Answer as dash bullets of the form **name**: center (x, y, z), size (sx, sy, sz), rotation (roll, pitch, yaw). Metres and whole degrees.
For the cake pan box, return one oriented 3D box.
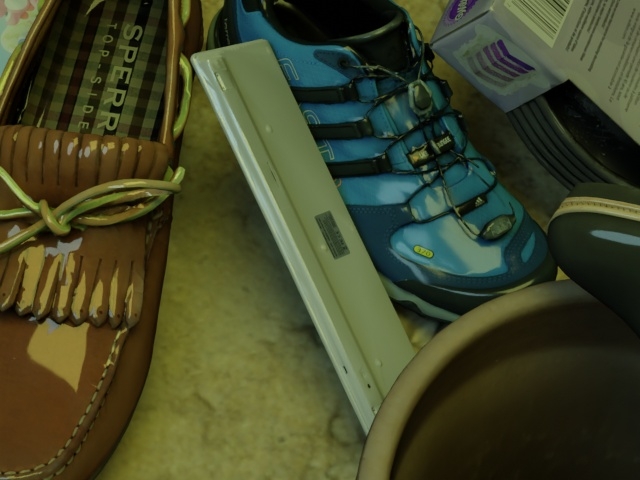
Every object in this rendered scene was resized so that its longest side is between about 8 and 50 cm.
- **cake pan box**: center (0.212, -0.146, 1.029), size (0.246, 0.070, 0.267), rotation (37, 56, -19)

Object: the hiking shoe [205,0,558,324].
- **hiking shoe**: center (0.034, -0.071, 0.976), size (0.113, 0.132, 0.304), rotation (-35, 70, -26)

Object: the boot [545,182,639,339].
- **boot**: center (0.163, 0.073, 0.677), size (0.198, 0.077, 0.137), rotation (31, 64, 12)

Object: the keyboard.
- **keyboard**: center (0.000, 0.000, 0.928), size (0.072, 0.014, 0.256), rotation (-21, 86, -57)

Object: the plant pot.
- **plant pot**: center (0.127, 0.184, 0.776), size (0.263, 0.229, 0.263), rotation (4, 59, -7)

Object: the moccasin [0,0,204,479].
- **moccasin**: center (-0.139, -0.030, 0.906), size (0.139, 0.147, 0.380), rotation (14, 61, 6)

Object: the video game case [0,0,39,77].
- **video game case**: center (-0.260, -0.179, 1.059), size (0.204, 0.025, 0.285), rotation (23, 58, 5)
